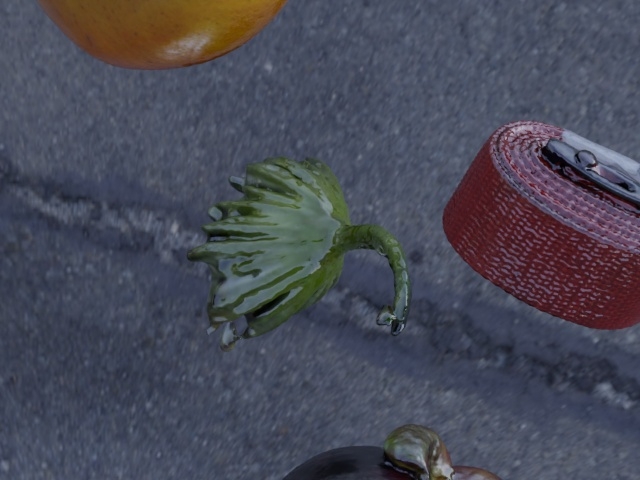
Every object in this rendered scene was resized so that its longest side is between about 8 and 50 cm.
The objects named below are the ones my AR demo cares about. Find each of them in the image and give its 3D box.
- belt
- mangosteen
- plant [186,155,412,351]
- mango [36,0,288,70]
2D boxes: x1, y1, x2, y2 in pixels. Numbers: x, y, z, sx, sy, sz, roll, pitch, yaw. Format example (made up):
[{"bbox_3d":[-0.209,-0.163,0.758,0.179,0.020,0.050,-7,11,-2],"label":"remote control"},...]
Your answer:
[{"bbox_3d":[0.214,-0.019,1.075,0.201,0.124,0.128,27,42,0],"label":"belt"},{"bbox_3d":[0.067,0.330,1.312,0.288,0.288,0.288,4,69,-10],"label":"mangosteen"},{"bbox_3d":[0.024,0.019,1.416,0.333,0.180,0.251,5,61,39],"label":"plant"},{"bbox_3d":[-0.067,-0.163,0.667,0.102,0.217,0.141,22,67,-32],"label":"mango"}]
